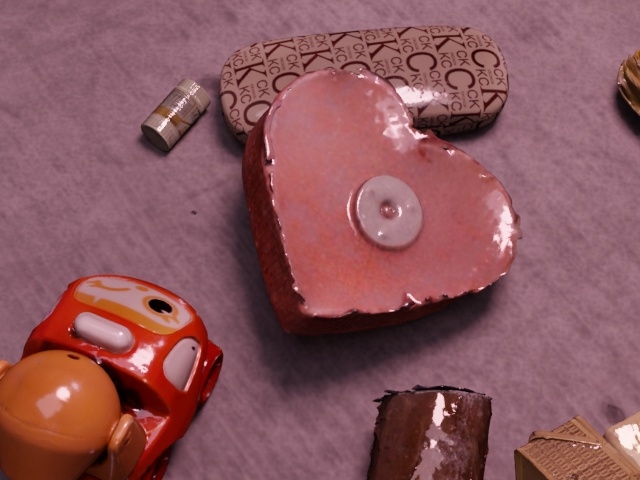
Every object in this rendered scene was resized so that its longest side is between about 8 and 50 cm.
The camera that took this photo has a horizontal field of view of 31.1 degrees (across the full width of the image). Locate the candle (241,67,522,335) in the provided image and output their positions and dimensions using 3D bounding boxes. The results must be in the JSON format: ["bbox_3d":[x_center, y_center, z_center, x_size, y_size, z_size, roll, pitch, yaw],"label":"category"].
[{"bbox_3d":[0.043,-0.012,1.266,0.317,0.131,0.287,33,61,-7],"label":"candle"}]

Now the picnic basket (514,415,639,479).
[{"bbox_3d":[0.269,0.267,1.140,0.079,0.115,0.164,-23,39,-19],"label":"picnic basket"}]

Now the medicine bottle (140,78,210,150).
[{"bbox_3d":[-0.178,-0.155,1.410,0.047,0.047,0.083,33,68,14],"label":"medicine bottle"}]

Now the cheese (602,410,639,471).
[{"bbox_3d":[0.443,0.266,1.167,0.242,0.124,0.266,-27,68,-9],"label":"cheese"}]

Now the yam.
[{"bbox_3d":[0.097,0.283,1.158,0.131,0.131,0.280,10,67,4],"label":"yam"}]

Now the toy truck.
[{"bbox_3d":[-0.225,0.139,1.157,0.189,0.239,0.265,21,65,9],"label":"toy truck"}]

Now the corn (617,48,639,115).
[{"bbox_3d":[0.476,-0.124,1.371,0.123,0.122,0.305,-37,64,13],"label":"corn"}]

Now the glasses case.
[{"bbox_3d":[0.053,-0.188,1.406,0.354,0.085,0.137,-5,65,-3],"label":"glasses case"}]
